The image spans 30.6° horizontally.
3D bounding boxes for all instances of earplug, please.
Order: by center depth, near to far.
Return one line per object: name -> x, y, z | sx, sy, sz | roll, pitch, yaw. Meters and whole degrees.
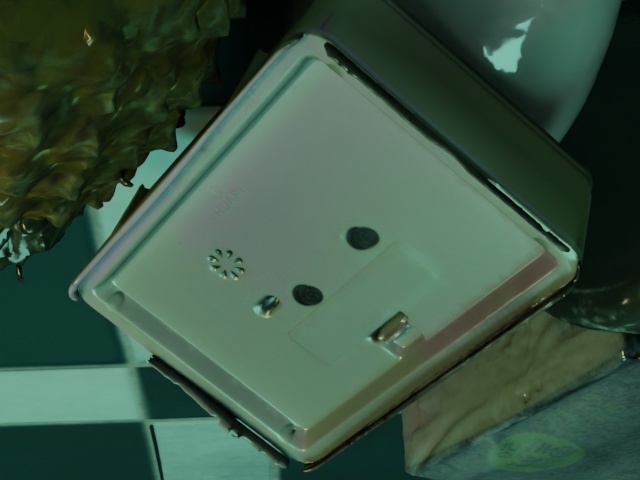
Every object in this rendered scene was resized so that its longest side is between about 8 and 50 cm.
earplug -> 0.041, -0.065, 0.579 | 0.172, 0.172, 0.301 | 10, 141, -23

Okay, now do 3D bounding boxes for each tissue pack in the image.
tissue pack -> 0.301, 0.129, 0.969 | 0.394, 0.124, 0.288 | 13, 147, -27

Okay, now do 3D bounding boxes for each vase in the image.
vase -> 0.266, -0.017, 0.683 | 0.321, 0.173, 0.173 | 11, 148, -36

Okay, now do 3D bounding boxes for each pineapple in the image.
pineapple -> -0.137, -0.072, 0.502 | 0.202, 0.202, 0.362 | 1, 158, -8

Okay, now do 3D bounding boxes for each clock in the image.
clock -> 0.000, 0.000, 0.503 | 0.147, 0.071, 0.192 | 39, 129, -10
